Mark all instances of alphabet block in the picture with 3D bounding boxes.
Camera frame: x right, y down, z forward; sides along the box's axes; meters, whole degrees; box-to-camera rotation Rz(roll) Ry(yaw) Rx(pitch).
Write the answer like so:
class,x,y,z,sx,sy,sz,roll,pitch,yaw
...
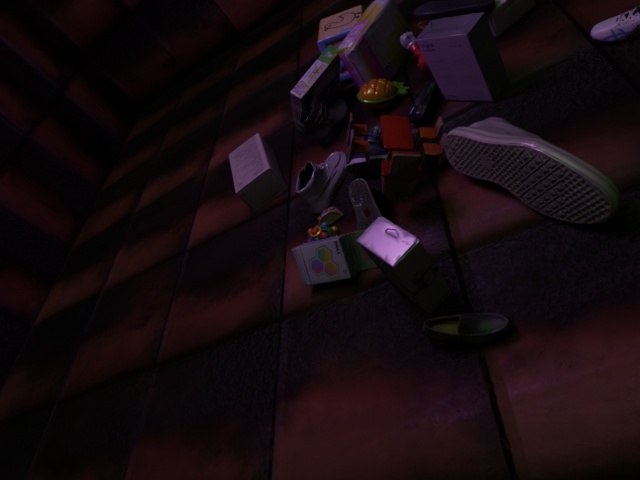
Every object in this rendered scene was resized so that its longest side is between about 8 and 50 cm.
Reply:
class,x,y,z,sx,sy,sz,roll,pitch,yaw
alphabet block,0.109,-0.782,1.848,0.193,0.193,0.197,-12,46,16

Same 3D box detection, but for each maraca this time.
class,x,y,z,sx,sy,sz,roll,pitch,yaw
maraca,0.216,-0.513,1.603,0.186,0.099,0.127,-18,46,-9

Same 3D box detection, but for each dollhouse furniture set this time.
class,x,y,z,sx,sy,sz,roll,pitch,yaw
dollhouse furniture set,0.207,-0.252,1.222,0.262,0.135,0.259,2,50,-2

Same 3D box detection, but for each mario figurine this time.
class,x,y,z,sx,sy,sz,roll,pitch,yaw
mario figurine,0.383,-0.688,1.549,0.198,0.170,0.320,-51,18,42

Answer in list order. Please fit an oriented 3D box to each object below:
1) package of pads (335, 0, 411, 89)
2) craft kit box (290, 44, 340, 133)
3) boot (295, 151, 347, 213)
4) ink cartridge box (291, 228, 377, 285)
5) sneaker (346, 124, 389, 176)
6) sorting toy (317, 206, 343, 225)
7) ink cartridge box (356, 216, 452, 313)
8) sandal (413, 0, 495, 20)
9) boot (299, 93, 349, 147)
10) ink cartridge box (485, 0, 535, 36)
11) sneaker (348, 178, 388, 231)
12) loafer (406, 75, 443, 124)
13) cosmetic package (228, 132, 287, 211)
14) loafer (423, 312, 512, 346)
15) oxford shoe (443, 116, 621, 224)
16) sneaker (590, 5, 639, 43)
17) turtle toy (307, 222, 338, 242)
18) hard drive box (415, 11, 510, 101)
class,x,y,z,sx,sy,sz,roll,pitch,yaw
package of pads,0.205,-0.705,1.682,0.101,0.229,0.296,14,64,47
craft kit box,-0.015,-0.564,1.751,0.061,0.246,0.249,34,76,8
boot,0.005,-0.218,1.481,0.095,0.123,0.258,-7,50,38
ink cartridge box,0.036,0.047,1.206,0.209,0.108,0.062,-13,8,33
sneaker,0.195,-0.278,1.402,0.226,0.086,0.163,8,62,45
sorting toy,0.022,-0.078,1.411,0.083,0.045,0.075,-35,19,10
ink cartridge box,0.184,0.054,1.010,0.082,0.190,0.140,-46,37,-3
sandal,0.423,-0.729,1.482,0.255,0.054,0.097,7,49,24
boot,0.017,-0.474,1.683,0.084,0.161,0.246,-7,51,37
ink cartridge box,0.571,-0.782,1.541,0.160,0.092,0.219,-39,39,6
sneaker,0.154,-0.057,1.243,0.083,0.118,0.221,-22,71,32
loafer,0.339,-0.459,1.453,0.078,0.076,0.223,16,70,40
cosmetic package,-0.245,-0.267,1.760,0.160,0.113,0.309,-34,39,11
loafer,0.286,0.172,0.913,0.170,0.061,0.062,-18,43,28
oxford shoe,0.461,-0.176,1.025,0.130,0.169,0.449,-26,35,-14
sneaker,0.794,-0.552,1.133,0.237,0.086,0.085,3,58,44
turtle toy,0.000,0.000,1.326,0.095,0.066,0.130,-24,41,23
hard drive box,0.406,-0.512,1.317,0.181,0.232,0.089,23,71,49
